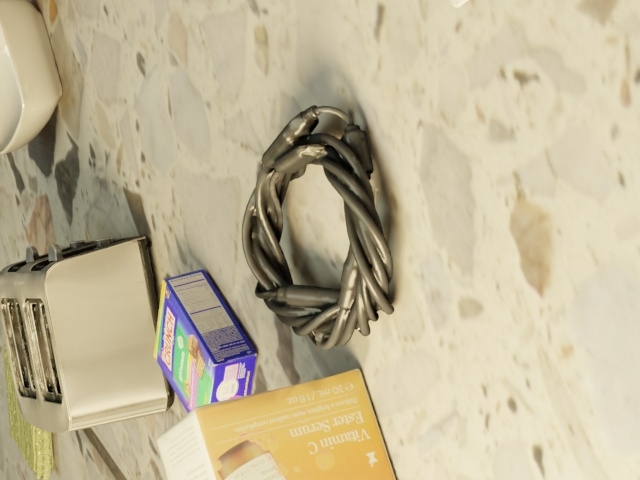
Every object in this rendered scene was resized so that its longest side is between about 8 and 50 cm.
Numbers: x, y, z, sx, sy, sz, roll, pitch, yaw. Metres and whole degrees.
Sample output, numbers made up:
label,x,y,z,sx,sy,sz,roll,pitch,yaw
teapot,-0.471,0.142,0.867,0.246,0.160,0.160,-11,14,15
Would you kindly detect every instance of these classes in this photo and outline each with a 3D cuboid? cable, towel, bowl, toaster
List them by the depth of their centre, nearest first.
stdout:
label,x,y,z,sx,sy,sz,roll,pitch,yaw
cable,0.000,0.000,1.118,0.150,0.047,0.184,65,149,14
toaster,-0.213,0.090,1.494,0.168,0.110,0.185,-2,99,64
bowl,-0.301,-0.167,1.623,0.142,0.053,0.142,-37,68,61
towel,-0.330,0.190,1.861,0.110,0.027,0.148,38,134,54

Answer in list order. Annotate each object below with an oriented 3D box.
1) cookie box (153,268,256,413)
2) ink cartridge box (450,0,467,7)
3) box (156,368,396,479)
label,x,y,z,sx,sy,sz,roll,pitch,yaw
cookie box,-0.096,0.093,1.340,0.107,0.040,0.092,54,146,41
ink cartridge box,0.049,-0.232,0.886,0.115,0.067,0.198,-29,75,62
box,-0.019,0.191,1.128,0.091,0.130,0.170,-41,65,60
